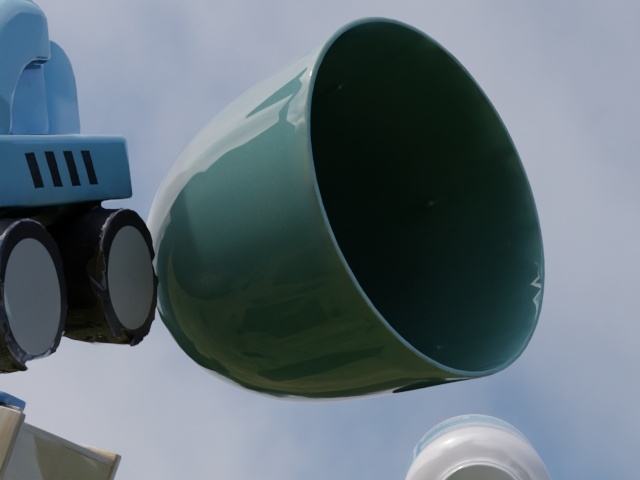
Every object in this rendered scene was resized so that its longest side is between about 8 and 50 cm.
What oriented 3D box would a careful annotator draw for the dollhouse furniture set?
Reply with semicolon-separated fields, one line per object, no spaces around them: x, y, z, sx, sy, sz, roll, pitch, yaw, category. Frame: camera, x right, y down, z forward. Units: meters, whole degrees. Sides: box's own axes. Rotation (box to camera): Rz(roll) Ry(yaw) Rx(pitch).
-0.411;0.275;1.842;0.303;0.286;0.198;11;-14;29;dollhouse furniture set

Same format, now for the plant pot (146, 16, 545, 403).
0.000;0.000;1.444;0.235;0.293;0.293;-23;-58;36;plant pot

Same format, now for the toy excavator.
-0.255;-0.134;1.374;0.222;0.433;0.445;-4;-87;20;toy excavator

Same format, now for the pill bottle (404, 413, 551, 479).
0.152;0.249;1.744;0.146;0.146;0.264;25;1;4;pill bottle
